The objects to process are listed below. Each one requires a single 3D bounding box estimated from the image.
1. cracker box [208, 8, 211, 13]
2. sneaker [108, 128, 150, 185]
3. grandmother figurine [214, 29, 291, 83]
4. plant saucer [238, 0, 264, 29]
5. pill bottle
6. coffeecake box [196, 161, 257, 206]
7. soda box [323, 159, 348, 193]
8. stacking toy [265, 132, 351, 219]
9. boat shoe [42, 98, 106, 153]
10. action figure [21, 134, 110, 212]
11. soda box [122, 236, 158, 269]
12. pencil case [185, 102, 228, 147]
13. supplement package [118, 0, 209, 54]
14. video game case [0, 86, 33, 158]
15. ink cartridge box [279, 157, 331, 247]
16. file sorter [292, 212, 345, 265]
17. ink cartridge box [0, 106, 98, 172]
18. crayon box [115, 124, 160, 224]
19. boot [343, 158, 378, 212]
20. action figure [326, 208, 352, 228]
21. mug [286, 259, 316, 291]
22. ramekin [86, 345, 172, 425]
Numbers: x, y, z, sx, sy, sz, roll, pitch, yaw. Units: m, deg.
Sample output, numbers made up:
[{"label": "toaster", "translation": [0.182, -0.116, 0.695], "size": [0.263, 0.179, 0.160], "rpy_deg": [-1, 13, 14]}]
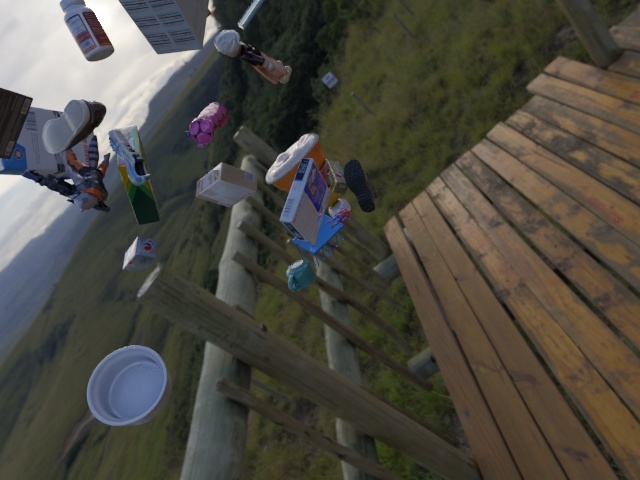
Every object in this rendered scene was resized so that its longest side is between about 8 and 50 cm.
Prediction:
[{"label": "cracker box", "translation": [-0.549, -0.858, 1.658], "size": [0.232, 0.067, 0.155], "rpy_deg": [-35, 19, 10]}, {"label": "sneaker", "translation": [-0.742, -0.332, 1.643], "size": [0.086, 0.237, 0.085], "rpy_deg": [-25, 8, 21]}, {"label": "grandmother figurine", "translation": [-0.256, -0.699, 1.609], "size": [0.208, 0.342, 0.104], "rpy_deg": [33, 107, 33]}, {"label": "plant saucer", "translation": [-0.274, -0.963, 1.736], "size": [0.192, 0.018, 0.067], "rpy_deg": [-51, 44, 11]}, {"label": "pill bottle", "translation": [-0.918, -0.829, 1.647], "size": [0.121, 0.216, 0.121], "rpy_deg": [-23, 15, 6]}, {"label": "coffeecake box", "translation": [-0.334, -0.192, 1.489], "size": [0.185, 0.142, 0.068], "rpy_deg": [-21, 62, 45]}, {"label": "soda box", "translation": [0.069, -0.284, 1.865], "size": [0.181, 0.061, 0.058], "rpy_deg": [-108, 31, -45]}, {"label": "stacking toy", "translation": [-0.015, -0.274, 2.170], "size": [0.351, 0.480, 0.350], "rpy_deg": [-38, 19, 16]}, {"label": "boat shoe", "translation": [-0.880, -0.402, 1.496], "size": [0.324, 0.116, 0.097], "rpy_deg": [-22, 6, 34]}, {"label": "action figure", "translation": [-0.966, -0.267, 1.673], "size": [0.178, 0.341, 0.330], "rpy_deg": [-31, 62, 20]}, {"label": "soda box", "translation": [-0.872, 0.072, 2.028], "size": [0.286, 0.098, 0.091], "rpy_deg": [-27, 58, 50]}, {"label": "pencil case", "translation": [-0.386, -0.405, 1.461], "size": [0.209, 0.095, 0.098], "rpy_deg": [-78, -8, -55]}, {"label": "supplement package", "translation": [-0.415, -0.655, 1.128], "size": [0.149, 0.203, 0.194], "rpy_deg": [-3, 70, 9]}, {"label": "video game case", "translation": [-0.883, -0.315, 1.098], "size": [0.274, 0.026, 0.196], "rpy_deg": [-92, 28, -83]}, {"label": "ink cartridge box", "translation": [-0.039, -0.108, 1.274], "size": [0.045, 0.208, 0.206], "rpy_deg": [10, 72, 22]}, {"label": "file sorter", "translation": [0.000, 0.000, 1.655], "size": [0.118, 0.104, 0.170], "rpy_deg": [31, 64, 33]}, {"label": "ink cartridge box", "translation": [-1.266, -0.442, 1.923], "size": [0.166, 0.395, 0.285], "rpy_deg": [-6, 91, 35]}, {"label": "crayon box", "translation": [-0.837, -0.305, 1.924], "size": [0.106, 0.313, 0.363], "rpy_deg": [-14, 43, -17]}, {"label": "boot", "translation": [0.172, -0.249, 1.772], "size": [0.083, 0.246, 0.161], "rpy_deg": [-15, 27, 21]}, {"label": "action figure", "translation": [0.069, -0.079, 1.454], "size": [0.115, 0.038, 0.030], "rpy_deg": [-35, -5, 39]}, {"label": "mug", "translation": [-0.093, 0.156, 1.943], "size": [0.129, 0.097, 0.158], "rpy_deg": [-24, 18, 3]}, {"label": "ramekin", "translation": [-0.689, 0.542, 1.551], "size": [0.135, 0.277, 0.277], "rpy_deg": [93, -160, -59]}]
